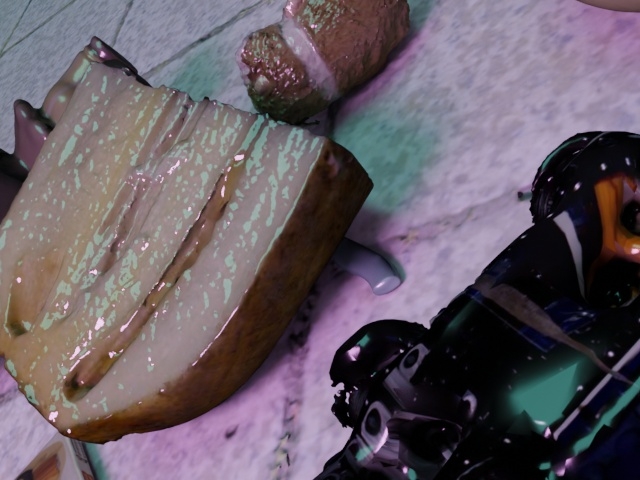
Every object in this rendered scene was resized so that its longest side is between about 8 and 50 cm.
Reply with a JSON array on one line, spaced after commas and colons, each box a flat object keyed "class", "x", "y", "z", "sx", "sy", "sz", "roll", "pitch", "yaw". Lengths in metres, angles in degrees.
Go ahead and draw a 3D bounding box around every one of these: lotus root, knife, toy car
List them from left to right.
[{"class": "lotus root", "x": -0.113, "y": 0.028, "z": 0.652, "sx": 0.267, "sy": 0.149, "sz": 0.260, "roll": 22, "pitch": 84, "yaw": 36}, {"class": "knife", "x": 0.000, "y": -0.001, "z": 0.672, "sx": 0.028, "sy": 0.015, "sz": 0.210, "roll": -56, "pitch": 34, "yaw": -2}, {"class": "toy car", "x": 0.113, "y": 0.068, "z": 0.394, "sx": 0.301, "sy": 0.118, "sz": 0.193, "roll": -45, "pitch": 26, "yaw": 3}]

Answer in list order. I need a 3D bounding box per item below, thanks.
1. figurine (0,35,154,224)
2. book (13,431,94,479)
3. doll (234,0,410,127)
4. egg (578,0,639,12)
[{"class": "figurine", "x": -0.327, "y": -0.046, "z": 0.887, "sx": 0.380, "sy": 0.203, "sz": 0.248, "roll": -47, "pitch": 67, "yaw": 0}, {"class": "book", "x": -0.222, "y": 0.283, "z": 0.610, "sx": 0.202, "sy": 0.027, "sz": 0.264, "roll": -47, "pitch": 34, "yaw": -2}, {"class": "doll", "x": 0.017, "y": -0.198, "z": 0.771, "sx": 0.115, "sy": 0.105, "sz": 0.221, "roll": 38, "pitch": 83, "yaw": 19}, {"class": "egg", "x": 0.206, "y": -0.245, "z": 0.547, "sx": 0.186, "sy": 0.186, "sz": 0.242, "roll": -42, "pitch": 29, "yaw": 7}]
